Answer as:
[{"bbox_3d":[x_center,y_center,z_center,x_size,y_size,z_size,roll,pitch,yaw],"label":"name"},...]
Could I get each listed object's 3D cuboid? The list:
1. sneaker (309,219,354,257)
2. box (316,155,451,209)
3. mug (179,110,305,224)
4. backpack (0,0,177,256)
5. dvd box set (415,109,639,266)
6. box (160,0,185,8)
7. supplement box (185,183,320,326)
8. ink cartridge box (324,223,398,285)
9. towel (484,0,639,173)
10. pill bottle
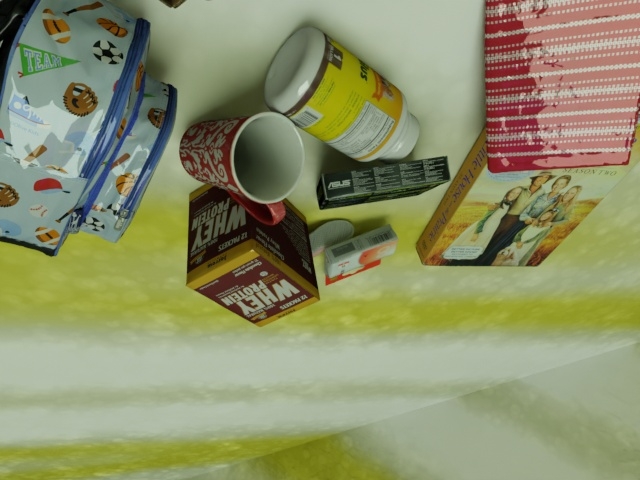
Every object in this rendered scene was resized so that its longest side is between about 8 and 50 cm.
[{"bbox_3d":[0.000,0.000,0.908,0.134,0.051,0.070,-25,177,-13],"label":"sneaker"},{"bbox_3d":[0.091,-0.089,0.739,0.190,0.045,0.184,-9,177,-2],"label":"box"},{"bbox_3d":[-0.119,-0.100,0.624,0.113,0.169,0.150,-5,104,-42],"label":"mug"},{"bbox_3d":[-0.280,-0.140,0.506,0.213,0.277,0.263,11,130,-33],"label":"backpack"},{"bbox_3d":[0.404,-0.096,0.870,0.307,0.062,0.420,2,140,-15],"label":"dvd box set"},{"bbox_3d":[-0.099,-0.319,0.370,0.164,0.201,0.021,-29,164,20],"label":"box"},{"bbox_3d":[-0.114,0.011,0.770,0.129,0.194,0.191,-27,139,18],"label":"supplement box"},{"bbox_3d":[0.080,0.049,0.943,0.145,0.045,0.179,-21,150,-11],"label":"ink cartridge box"},{"bbox_3d":[0.334,-0.218,0.627,0.198,0.031,0.275,0,127,21],"label":"towel"},{"bbox_3d":[0.038,-0.186,0.625,0.215,0.117,0.117,22,131,-35],"label":"pill bottle"}]
